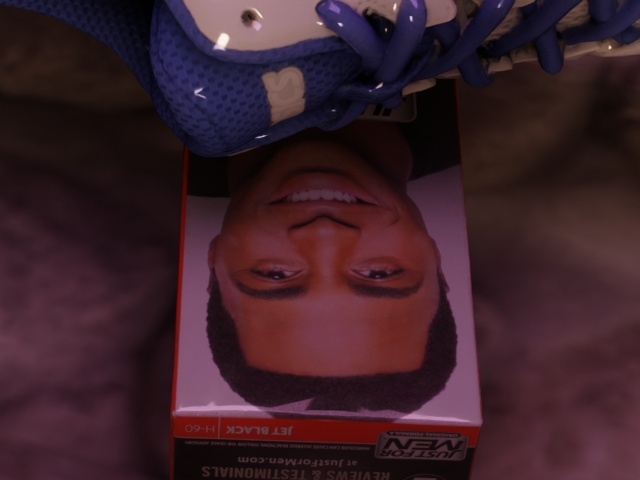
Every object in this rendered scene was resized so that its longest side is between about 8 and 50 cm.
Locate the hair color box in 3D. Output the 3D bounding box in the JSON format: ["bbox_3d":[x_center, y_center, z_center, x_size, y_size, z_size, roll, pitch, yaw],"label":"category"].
[{"bbox_3d":[0.000,0.000,0.493,0.072,0.043,0.141,2,49,-4],"label":"hair color box"}]

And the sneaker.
[{"bbox_3d":[0.016,-0.067,0.473,0.296,0.112,0.131,13,65,7],"label":"sneaker"}]
